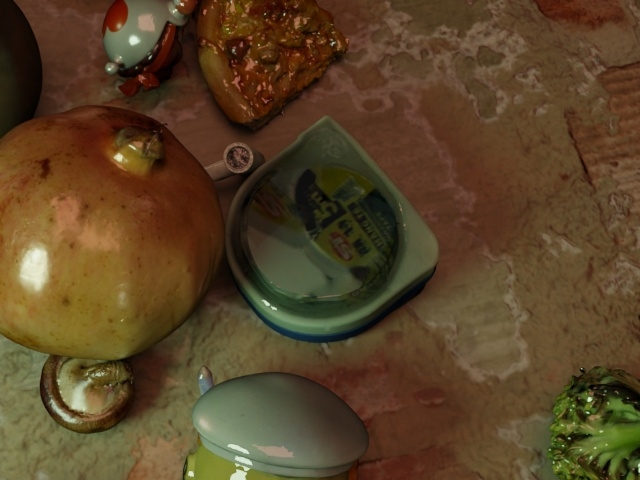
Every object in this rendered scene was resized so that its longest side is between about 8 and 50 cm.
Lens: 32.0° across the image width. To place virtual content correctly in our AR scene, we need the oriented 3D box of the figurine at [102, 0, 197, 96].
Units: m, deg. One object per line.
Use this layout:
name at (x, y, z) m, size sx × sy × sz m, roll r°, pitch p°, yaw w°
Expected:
figurine at (-0.241, -0.314, 1.579) m, size 0.184 × 0.160 × 0.226 m, roll -4°, pitch 76°, yaw 32°

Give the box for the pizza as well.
pizza at (-0.069, -0.312, 1.646) m, size 0.226 × 0.086 × 0.335 m, roll 3°, pitch 65°, yaw -3°

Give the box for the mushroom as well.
mushroom at (-0.294, 0.181, 1.407) m, size 0.127 × 0.087 × 0.127 m, roll 4°, pitch 63°, yaw -8°

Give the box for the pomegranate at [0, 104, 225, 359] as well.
pomegranate at (-0.269, -0.024, 1.353) m, size 0.338 × 0.338 × 0.338 m, roll 2°, pitch 67°, yaw -5°

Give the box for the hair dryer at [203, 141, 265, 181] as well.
hair dryer at (-0.168, -0.084, 1.518) m, size 0.183 × 0.155 × 0.044 m, roll -20°, pitch 88°, yaw 3°

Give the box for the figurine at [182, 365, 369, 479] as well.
figurine at (-0.071, 0.337, 1.308) m, size 0.225 × 0.205 × 0.381 m, roll 14°, pitch 69°, yaw -6°

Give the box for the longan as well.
longan at (-0.506, -0.224, 1.483) m, size 0.300 × 0.243 × 0.300 m, roll -18°, pitch 49°, yaw 23°

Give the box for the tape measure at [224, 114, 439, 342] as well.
tape measure at (0.002, -0.002, 1.492) m, size 0.262 × 0.138 × 0.259 m, roll -35°, pitch 73°, yaw -18°

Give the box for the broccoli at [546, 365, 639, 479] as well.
broccoli at (0.401, 0.274, 1.375) m, size 0.243 × 0.273 × 0.180 m, roll 14°, pitch 99°, yaw 2°
